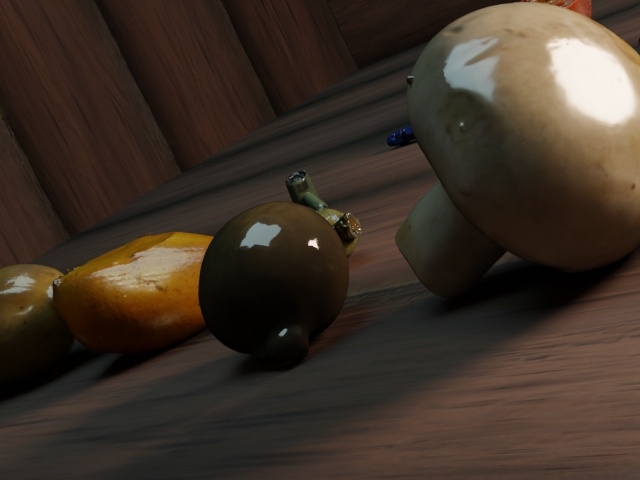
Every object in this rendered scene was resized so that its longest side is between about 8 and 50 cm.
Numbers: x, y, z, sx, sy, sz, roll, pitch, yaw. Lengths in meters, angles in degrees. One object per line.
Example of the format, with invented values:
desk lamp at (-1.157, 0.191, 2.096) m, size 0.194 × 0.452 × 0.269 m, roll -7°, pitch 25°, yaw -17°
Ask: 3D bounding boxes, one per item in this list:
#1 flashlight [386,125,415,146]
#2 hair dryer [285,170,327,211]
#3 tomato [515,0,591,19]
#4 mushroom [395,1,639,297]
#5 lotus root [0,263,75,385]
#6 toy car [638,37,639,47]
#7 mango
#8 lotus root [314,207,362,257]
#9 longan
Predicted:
flashlight at (0.179, -0.208, 2.363) m, size 0.121 × 0.035 × 0.057 m, roll -21°, pitch 36°, yaw 46°
hair dryer at (-0.013, -0.065, 2.082) m, size 0.047 × 0.071 × 0.150 m, roll -29°, pitch 27°, yaw -8°
tomato at (0.377, -0.356, 2.315) m, size 0.338 × 0.144 × 0.338 m, roll -28°, pitch 13°, yaw 7°
mushroom at (0.202, -0.073, 1.208) m, size 0.292 × 0.292 × 0.290 m, roll -36°, pitch -14°, yaw -43°
lotus root at (-0.453, 0.121, 1.865) m, size 0.310 × 0.183 × 0.183 m, roll -21°, pitch 12°, yaw 29°
toy car at (0.602, -0.367, 2.081) m, size 0.142 × 0.055 × 0.069 m, roll -32°, pitch 9°, yaw -35°
mango at (-0.223, 0.070, 1.683) m, size 0.257 × 0.138 × 0.187 m, roll -6°, pitch 30°, yaw 22°
lotus root at (0.000, 0.001, 1.665) m, size 0.090 × 0.077 × 0.183 m, roll -40°, pitch 13°, yaw -29°
longan at (-0.053, 0.054, 1.369) m, size 0.185 × 0.159 × 0.204 m, roll -39°, pitch 44°, yaw 23°
